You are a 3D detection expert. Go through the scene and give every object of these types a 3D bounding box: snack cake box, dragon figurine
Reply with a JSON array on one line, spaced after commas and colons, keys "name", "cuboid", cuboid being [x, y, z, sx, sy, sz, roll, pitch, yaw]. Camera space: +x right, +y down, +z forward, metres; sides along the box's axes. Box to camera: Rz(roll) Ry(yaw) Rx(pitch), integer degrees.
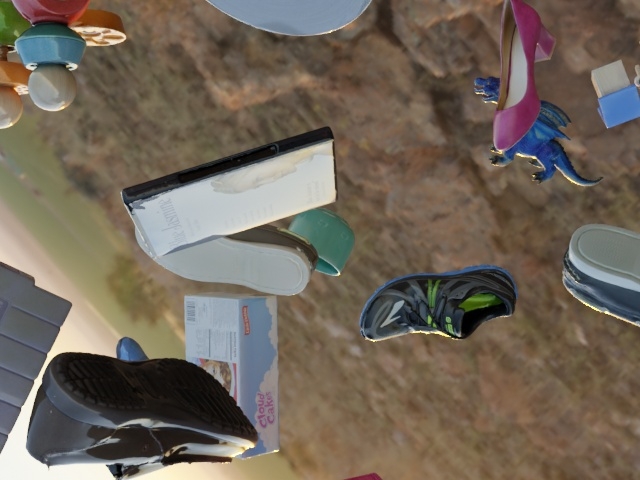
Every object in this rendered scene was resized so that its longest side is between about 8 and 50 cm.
[{"name": "snack cake box", "cuboid": [-0.150, 0.222, 1.766, 0.152, 0.089, 0.264, 1, 93, 45]}, {"name": "dragon figurine", "cuboid": [0.386, -0.185, 1.823, 0.289, 0.085, 0.144, 23, 124, -1]}]

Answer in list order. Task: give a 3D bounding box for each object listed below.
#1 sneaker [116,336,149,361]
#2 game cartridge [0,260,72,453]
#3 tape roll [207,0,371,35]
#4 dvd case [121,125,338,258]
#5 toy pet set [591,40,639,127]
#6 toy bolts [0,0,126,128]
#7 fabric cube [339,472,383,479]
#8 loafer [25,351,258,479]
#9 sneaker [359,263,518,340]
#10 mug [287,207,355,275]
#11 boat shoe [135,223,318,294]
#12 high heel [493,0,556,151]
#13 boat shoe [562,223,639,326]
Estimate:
[{"name": "sneaker", "cuboid": [-0.302, 0.265, 1.915, 0.209, 0.082, 0.069, 65, -153, 1]}, {"name": "game cartridge", "cuboid": [-0.504, 0.096, 1.254, 0.355, 0.230, 0.068, 30, 163, -25]}, {"name": "tape roll", "cuboid": [-0.039, -0.283, 0.899, 0.219, 0.072, 0.219, 18, 146, 13]}, {"name": "dvd case", "cuboid": [-0.102, -0.054, 1.268, 0.180, 0.253, 0.022, 84, 168, -69]}, {"name": "toy pet set", "cuboid": [0.361, -0.176, 1.155, 0.122, 0.114, 0.065, 22, -132, -75]}, {"name": "toy bolts", "cuboid": [-0.347, -0.233, 1.368, 0.228, 0.218, 0.158, -8, 82, 62]}, {"name": "fabric cube", "cuboid": [-0.008, 0.456, 1.221, 0.259, 0.258, 0.254, -146, 48, -72]}, {"name": "loafer", "cuboid": [-0.222, 0.224, 1.285, 0.366, 0.130, 0.134, 25, -160, -51]}, {"name": "sneaker", "cuboid": [0.136, 0.078, 1.205, 0.078, 0.188, 0.067, -96, -8, -59]}, {"name": "mug", "cuboid": [-0.005, -0.004, 2.025, 0.129, 0.097, 0.158, 32, 166, -23]}, {"name": "boat shoe", "cuboid": [-0.153, 0.010, 1.721, 0.305, 0.091, 0.109, 15, 117, 11]}, {"name": "high heel", "cuboid": [0.299, -0.264, 1.649, 0.117, 0.244, 0.082, 35, 160, -30]}, {"name": "boat shoe", "cuboid": [0.453, 0.072, 1.312, 0.303, 0.114, 0.091, 27, 147, 19]}]
